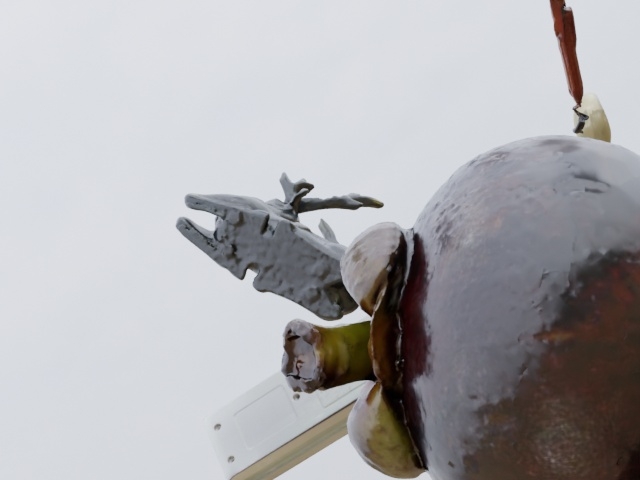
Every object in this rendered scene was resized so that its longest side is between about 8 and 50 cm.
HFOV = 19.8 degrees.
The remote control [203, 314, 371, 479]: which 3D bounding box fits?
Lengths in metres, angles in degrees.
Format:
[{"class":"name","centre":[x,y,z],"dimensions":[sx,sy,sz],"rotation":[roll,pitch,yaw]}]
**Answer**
[{"class":"remote control","centre":[0.003,0.182,2.112],"dimensions":[0.277,0.103,0.055],"rotation":[-32,-44,6]}]

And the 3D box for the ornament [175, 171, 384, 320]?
[{"class":"ornament","centre":[0.000,0.000,1.755],"dimensions":[0.236,0.202,0.080],"rotation":[-10,-57,-65]}]

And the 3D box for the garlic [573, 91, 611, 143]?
[{"class":"garlic","centre":[0.324,-0.140,2.176],"dimensions":[0.041,0.083,0.053],"rotation":[-16,-24,23]}]

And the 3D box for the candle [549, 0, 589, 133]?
[{"class":"candle","centre":[0.279,-0.195,2.032],"dimensions":[0.026,0.167,0.021],"rotation":[-15,23,-1]}]

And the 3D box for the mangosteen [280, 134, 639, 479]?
[{"class":"mangosteen","centre":[0.159,0.078,1.281],"dimensions":[0.293,0.297,0.297],"rotation":[-36,-14,12]}]
